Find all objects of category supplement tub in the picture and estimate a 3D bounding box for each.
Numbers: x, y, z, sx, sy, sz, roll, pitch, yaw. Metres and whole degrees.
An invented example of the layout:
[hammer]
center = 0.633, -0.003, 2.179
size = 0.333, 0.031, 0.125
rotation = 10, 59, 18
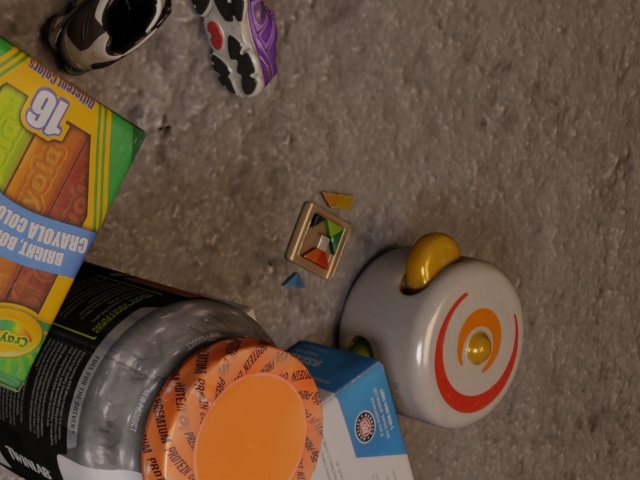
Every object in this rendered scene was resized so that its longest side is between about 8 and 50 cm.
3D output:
[supplement tub]
center = -0.158, 0.126, 1.005
size = 0.193, 0.316, 0.193
rotation = -10, 105, -41

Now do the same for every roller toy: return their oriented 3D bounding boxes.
[roller toy]
center = 0.132, 0.106, 1.392
size = 0.191, 0.146, 0.209
rotation = 24, 81, -44

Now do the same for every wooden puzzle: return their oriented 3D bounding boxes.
[wooden puzzle]
center = 0.000, 0.000, 1.338
size = 0.078, 0.014, 0.116
rotation = 18, 86, -44

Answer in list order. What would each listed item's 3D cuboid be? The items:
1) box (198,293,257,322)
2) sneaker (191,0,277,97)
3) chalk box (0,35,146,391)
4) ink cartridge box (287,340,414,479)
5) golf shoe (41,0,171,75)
[box]
center = -0.113, 0.122, 1.204
size = 0.102, 0.087, 0.101
rotation = -32, 119, -35
[sneaker]
center = -0.079, -0.225, 1.198
size = 0.071, 0.068, 0.170
rotation = -45, 136, -46
[chalk box]
center = -0.301, -0.005, 0.938
size = 0.180, 0.179, 0.289
rotation = 32, 76, -41
[ink cartridge box]
center = -0.056, 0.278, 1.261
size = 0.307, 0.129, 0.223
rotation = -33, 119, -35
[golf shoe]
center = -0.153, -0.222, 1.096
size = 0.077, 0.094, 0.198
rotation = 48, 64, -37
